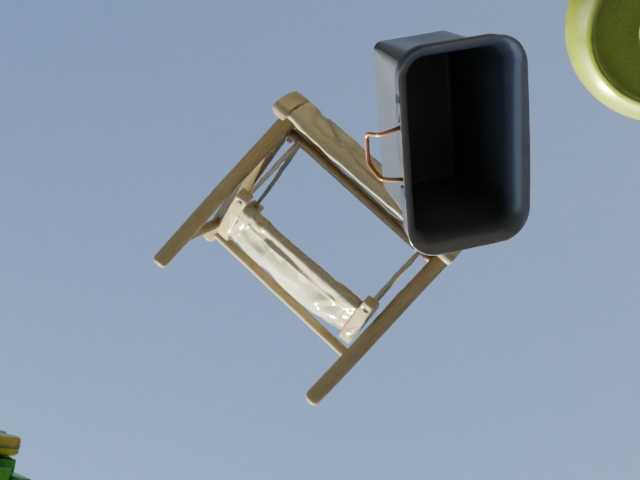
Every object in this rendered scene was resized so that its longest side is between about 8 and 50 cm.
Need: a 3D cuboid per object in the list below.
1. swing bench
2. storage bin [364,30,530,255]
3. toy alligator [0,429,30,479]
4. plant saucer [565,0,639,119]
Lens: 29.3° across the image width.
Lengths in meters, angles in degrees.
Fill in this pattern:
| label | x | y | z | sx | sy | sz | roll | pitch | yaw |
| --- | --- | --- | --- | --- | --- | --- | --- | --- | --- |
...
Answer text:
| label | x | y | z | sx | sy | sz | roll | pitch | yaw |
| --- | --- | --- | --- | --- | --- | --- | --- | --- | --- |
| swing bench | 0.000 | 0.000 | 1.398 | 0.253 | 0.254 | 0.165 | 43 | -160 | 4 |
| storage bin | 0.071 | -0.070 | 0.789 | 0.098 | 0.091 | 0.135 | -12 | -67 | -14 |
| toy alligator | -0.214 | 0.147 | 0.757 | 0.051 | 0.190 | 0.056 | 13 | -98 | -26 |
| plant saucer | 0.410 | -0.248 | 1.445 | 0.241 | 0.241 | 0.037 | 47 | -155 | -11 |
